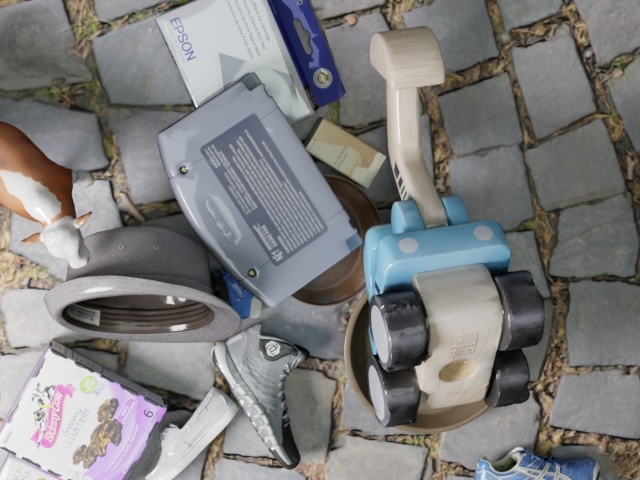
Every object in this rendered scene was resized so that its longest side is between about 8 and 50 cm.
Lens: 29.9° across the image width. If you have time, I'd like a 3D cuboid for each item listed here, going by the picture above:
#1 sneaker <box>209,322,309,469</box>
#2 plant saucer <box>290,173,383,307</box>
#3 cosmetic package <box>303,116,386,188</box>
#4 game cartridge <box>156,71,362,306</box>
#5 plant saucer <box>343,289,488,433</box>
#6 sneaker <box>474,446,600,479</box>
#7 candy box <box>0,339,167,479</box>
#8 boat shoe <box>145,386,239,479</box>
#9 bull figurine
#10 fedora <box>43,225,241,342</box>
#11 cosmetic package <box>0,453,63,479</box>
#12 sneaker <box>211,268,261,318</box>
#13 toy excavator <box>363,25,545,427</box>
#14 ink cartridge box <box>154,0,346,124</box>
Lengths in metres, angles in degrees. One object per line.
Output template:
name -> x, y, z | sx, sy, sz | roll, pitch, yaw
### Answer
sneaker -> -0.058, 0.226, 1.806 | 0.132, 0.086, 0.229 | -32, 101, -8
plant saucer -> 0.000, 0.000, 1.797 | 0.198, 0.036, 0.199 | -1, 92, -23
cosmetic package -> 0.034, -0.132, 1.800 | 0.115, 0.041, 0.060 | 29, 91, -13
game cartridge -> -0.095, -0.065, 1.712 | 0.198, 0.062, 0.297 | -34, 99, -10
plant saucer -> 0.169, 0.162, 1.863 | 0.277, 0.041, 0.278 | -1, 97, -11
sneaker -> 0.344, 0.371, 1.901 | 0.211, 0.080, 0.081 | -9, 102, -11
candy box -> -0.352, 0.265, 1.761 | 0.196, 0.070, 0.165 | 29, 91, -13
boat shoe -> -0.205, 0.297, 1.798 | 0.063, 0.066, 0.184 | 45, 88, -2
bull figurine -> -0.412, -0.092, 1.629 | 0.310, 0.188, 0.101 | 41, 98, -2
fedora -> -0.250, 0.057, 1.704 | 0.275, 0.244, 0.124 | 2, 68, -5
cosmetic package -> -0.468, 0.436, 1.766 | 0.099, 0.060, 0.239 | 27, 92, -13
sneaker -> -0.131, 0.044, 1.781 | 0.084, 0.058, 0.152 | -2, 104, -19
toy excavator -> 0.144, -0.020, 1.719 | 0.222, 0.445, 0.433 | -10, 140, -10
ink cartridge box -> -0.097, -0.267, 1.756 | 0.224, 0.045, 0.223 | -25, 101, -7
